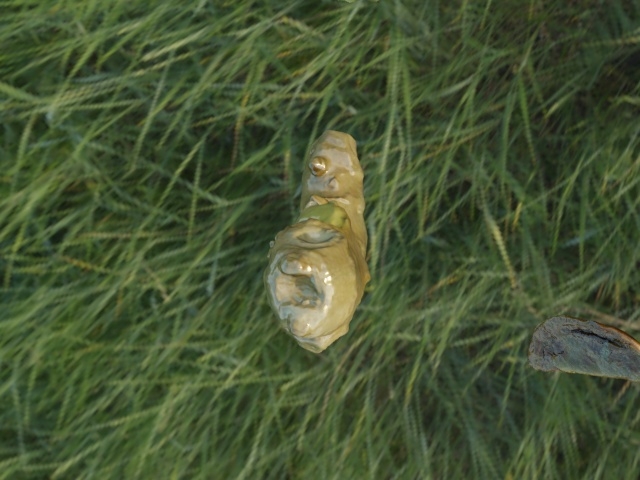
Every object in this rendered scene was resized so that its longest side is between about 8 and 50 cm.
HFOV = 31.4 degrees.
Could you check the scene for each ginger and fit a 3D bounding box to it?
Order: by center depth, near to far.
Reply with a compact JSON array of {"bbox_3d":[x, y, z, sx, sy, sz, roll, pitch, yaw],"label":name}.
[{"bbox_3d":[0.001,0.002,0.610,0.051,0.173,0.069,-13,115,8],"label":"ginger"}]

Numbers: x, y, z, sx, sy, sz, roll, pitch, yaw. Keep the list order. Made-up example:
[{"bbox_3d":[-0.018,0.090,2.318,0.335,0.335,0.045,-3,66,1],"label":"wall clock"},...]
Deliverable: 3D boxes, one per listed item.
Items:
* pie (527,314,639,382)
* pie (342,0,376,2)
[{"bbox_3d":[0.315,0.123,1.304,0.191,0.033,0.088,7,131,42],"label":"pie"},{"bbox_3d":[0.051,-0.292,0.735,0.078,0.277,0.277,56,144,44],"label":"pie"}]
